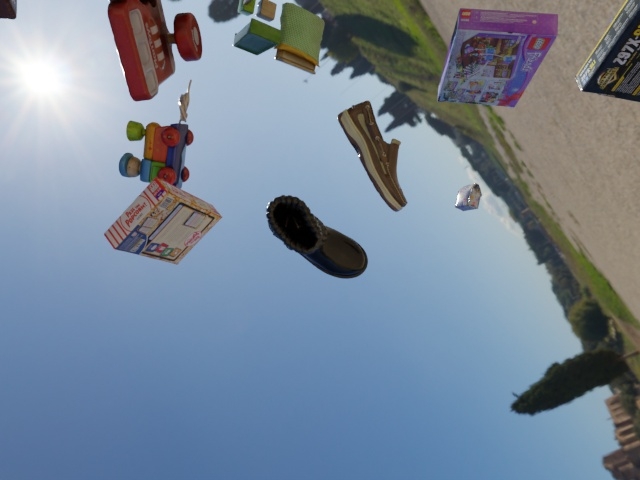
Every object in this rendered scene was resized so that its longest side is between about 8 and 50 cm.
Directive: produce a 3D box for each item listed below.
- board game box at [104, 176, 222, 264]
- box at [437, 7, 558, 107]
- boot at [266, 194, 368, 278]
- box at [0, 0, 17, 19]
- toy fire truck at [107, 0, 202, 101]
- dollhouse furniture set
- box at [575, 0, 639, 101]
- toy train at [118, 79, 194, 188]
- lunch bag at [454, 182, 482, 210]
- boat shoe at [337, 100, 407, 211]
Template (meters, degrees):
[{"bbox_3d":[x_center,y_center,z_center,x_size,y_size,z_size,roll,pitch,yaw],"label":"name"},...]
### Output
[{"bbox_3d":[-0.300,-0.030,0.971,0.045,0.147,0.193,47,-175,21],"label":"board game box"},{"bbox_3d":[0.395,-0.413,1.150,0.293,0.200,0.057,73,-156,-75],"label":"box"},{"bbox_3d":[-0.003,0.003,1.379,0.347,0.131,0.260,28,174,-6],"label":"boot"},{"bbox_3d":[-0.593,-0.459,0.742,0.203,0.168,0.167,-5,-111,-16],"label":"box"},{"bbox_3d":[-0.357,-0.458,0.986,0.254,0.169,0.302,-91,-2,-58],"label":"toy fire truck"},{"bbox_3d":[-0.093,-0.658,1.520,0.301,0.151,0.198,11,-92,-31],"label":"dollhouse furniture set"},{"bbox_3d":[0.812,-0.477,1.156,0.257,0.322,0.079,10,-127,-4],"label":"box"},{"bbox_3d":[-0.370,-0.246,1.117,0.143,0.248,0.105,10,-168,4],"label":"toy train"},{"bbox_3d":[0.483,-0.142,1.603,0.053,0.071,0.083,18,-102,-23],"label":"lunch bag"},{"bbox_3d":[0.136,-0.191,1.092,0.258,0.095,0.095,60,-165,-1],"label":"boat shoe"}]
